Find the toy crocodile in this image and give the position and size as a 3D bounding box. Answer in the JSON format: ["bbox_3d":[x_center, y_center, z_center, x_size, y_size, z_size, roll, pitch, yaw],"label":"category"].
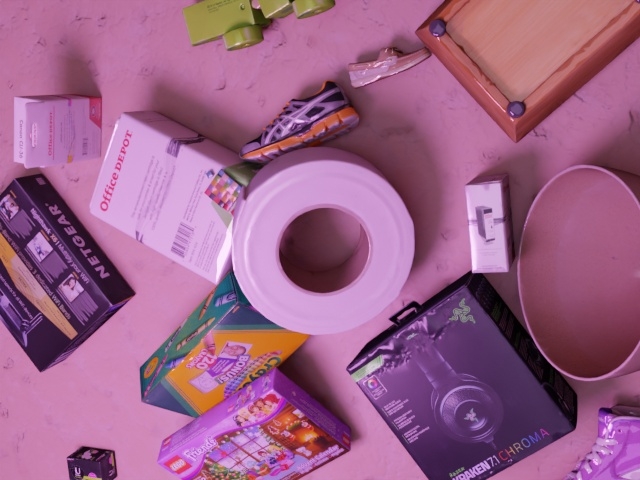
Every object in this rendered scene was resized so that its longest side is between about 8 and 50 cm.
[{"bbox_3d":[-0.073,-0.386,1.143,0.340,0.105,0.115,-15,97,27],"label":"toy crocodile"}]

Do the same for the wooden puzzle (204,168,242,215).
[{"bbox_3d":[-0.154,-0.080,1.159,0.083,0.006,0.049,39,110,5],"label":"wooden puzzle"}]

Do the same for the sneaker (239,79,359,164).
[{"bbox_3d":[-0.041,-0.187,1.185,0.214,0.084,0.083,-22,80,19],"label":"sneaker"}]

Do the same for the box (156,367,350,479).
[{"bbox_3d":[-0.120,0.368,1.297,0.293,0.057,0.201,-36,116,23],"label":"box"}]

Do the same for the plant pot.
[{"bbox_3d":[0.428,0.043,0.983,0.190,0.284,0.284,1,105,-17],"label":"plant pot"}]

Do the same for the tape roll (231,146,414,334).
[{"bbox_3d":[0.000,0.000,1.134,0.286,0.100,0.286,-2,110,-5],"label":"tape roll"}]

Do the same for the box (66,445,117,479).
[{"bbox_3d":[-0.472,0.468,1.495,0.083,0.052,0.062,1,103,21],"label":"box"}]

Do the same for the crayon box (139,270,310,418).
[{"bbox_3d":[-0.169,0.194,1.261,0.165,0.081,0.278,27,118,-35],"label":"crayon box"}]

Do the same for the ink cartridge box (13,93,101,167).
[{"bbox_3d":[-0.471,-0.195,1.267,0.067,0.198,0.115,11,105,17],"label":"ink cartridge box"}]

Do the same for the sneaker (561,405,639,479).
[{"bbox_3d":[0.429,0.346,1.124,0.282,0.102,0.161,-25,89,12],"label":"sneaker"}]

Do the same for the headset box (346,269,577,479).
[{"bbox_3d":[0.218,0.216,1.147,0.246,0.131,0.283,-37,87,22],"label":"headset box"}]

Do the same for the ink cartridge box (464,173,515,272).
[{"bbox_3d":[0.258,-0.027,1.095,0.056,0.099,0.135,-3,100,22],"label":"ink cartridge box"}]

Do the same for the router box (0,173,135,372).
[{"bbox_3d":[-0.547,0.064,1.416,0.243,0.081,0.309,-39,87,23],"label":"router box"}]

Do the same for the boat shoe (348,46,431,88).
[{"bbox_3d":[0.104,-0.277,1.121,0.135,0.050,0.045,-16,101,22],"label":"boat shoe"}]

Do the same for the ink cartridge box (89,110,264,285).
[{"bbox_3d":[-0.236,-0.080,1.253,0.272,0.115,0.198,28,110,11],"label":"ink cartridge box"}]

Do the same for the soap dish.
[{"bbox_3d":[0.304,-0.313,1.004,0.291,0.118,0.229,-43,86,24],"label":"soap dish"}]
